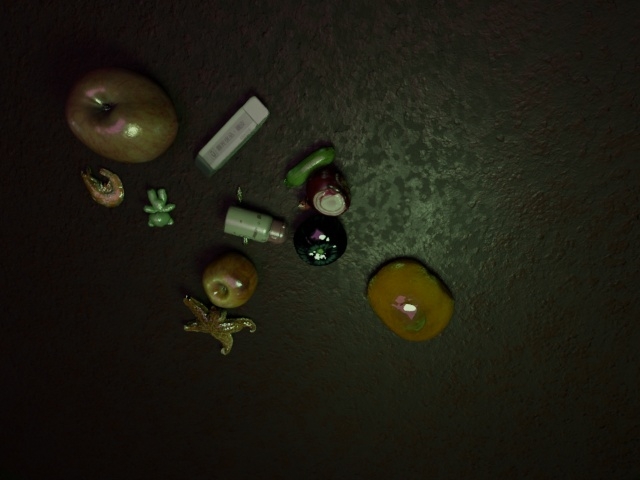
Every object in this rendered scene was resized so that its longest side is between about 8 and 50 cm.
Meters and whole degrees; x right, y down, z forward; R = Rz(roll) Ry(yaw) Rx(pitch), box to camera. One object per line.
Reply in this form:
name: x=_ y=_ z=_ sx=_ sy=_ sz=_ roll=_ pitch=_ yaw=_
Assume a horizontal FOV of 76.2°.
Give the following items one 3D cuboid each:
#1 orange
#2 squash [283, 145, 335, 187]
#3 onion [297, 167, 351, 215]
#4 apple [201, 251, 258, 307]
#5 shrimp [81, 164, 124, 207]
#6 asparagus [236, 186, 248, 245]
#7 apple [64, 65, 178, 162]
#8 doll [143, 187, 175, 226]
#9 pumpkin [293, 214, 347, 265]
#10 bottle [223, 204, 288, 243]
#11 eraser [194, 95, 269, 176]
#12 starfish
orange: x=0.335 y=0.228 z=1.502 sx=0.262 sy=0.196 sz=0.334 roll=-42 pitch=91 yaw=6
squash: x=-0.042 y=-0.258 z=1.431 sx=0.219 sy=0.077 sz=0.068 roll=-34 pitch=93 yaw=20
onion: x=0.008 y=-0.168 z=1.430 sx=0.198 sy=0.135 sz=0.173 roll=-13 pitch=129 yaw=28
apple: x=-0.347 y=0.150 z=1.562 sx=0.211 sy=0.188 sz=0.211 roll=4 pitch=109 yaw=11
shrimp: x=-0.846 y=-0.219 z=1.591 sx=0.132 sy=0.051 sz=0.187 roll=-41 pitch=105 yaw=0
asparagus: x=-0.300 y=-0.092 z=1.558 sx=0.023 sy=0.022 sz=0.233 roll=15 pitch=117 yaw=40
apple: x=-0.671 y=-0.418 z=1.370 sx=0.345 sy=0.269 sz=0.344 roll=3 pitch=108 yaw=8
doll: x=-0.624 y=-0.128 z=1.578 sx=0.115 sy=0.077 sz=0.150 roll=-6 pitch=100 yaw=-28
pumpkin: x=0.000 y=0.000 z=1.480 sx=0.202 sy=0.140 sz=0.202 roll=0 pitch=129 yaw=0
bottle: x=-0.234 y=-0.053 z=1.507 sx=0.233 sy=0.110 sz=0.110 roll=15 pitch=111 yaw=-10
eraser: x=-0.320 y=-0.361 z=1.446 sx=0.352 sy=0.061 sz=0.089 roll=-41 pitch=99 yaw=18
starfish: x=-0.422 y=0.338 z=1.661 sx=0.312 sy=0.113 sz=0.303 roll=22 pitch=136 yaw=-8
